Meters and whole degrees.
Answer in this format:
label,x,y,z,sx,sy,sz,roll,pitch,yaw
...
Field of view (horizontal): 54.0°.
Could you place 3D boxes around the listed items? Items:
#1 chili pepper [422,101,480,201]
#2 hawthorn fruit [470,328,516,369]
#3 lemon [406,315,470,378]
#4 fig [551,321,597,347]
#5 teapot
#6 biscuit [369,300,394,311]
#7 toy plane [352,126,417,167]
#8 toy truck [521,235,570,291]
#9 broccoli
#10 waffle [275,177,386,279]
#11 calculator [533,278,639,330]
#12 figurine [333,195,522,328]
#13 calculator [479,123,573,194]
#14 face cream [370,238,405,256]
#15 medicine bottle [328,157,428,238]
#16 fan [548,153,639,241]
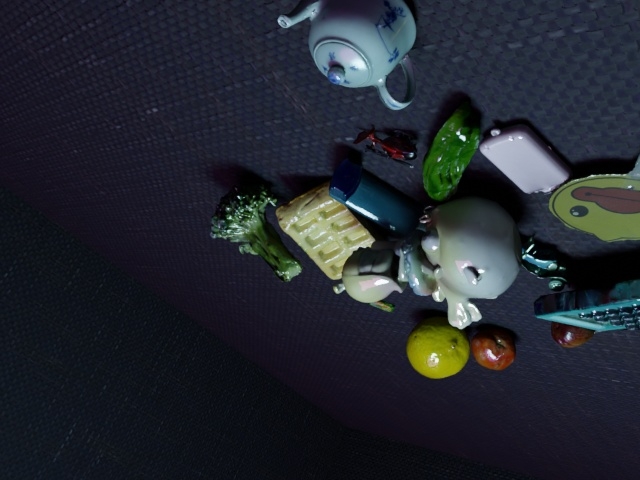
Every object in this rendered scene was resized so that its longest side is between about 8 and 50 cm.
label,x,y,z,sx,sy,sz,roll,pitch,yaw
chili pepper,0.229,-0.144,1.118,0.074,0.100,0.257,59,167,19
hawthorn fruit,0.476,0.297,1.728,0.128,0.128,0.128,21,155,10
lemon,0.335,0.308,1.807,0.178,0.178,0.203,29,157,-8
fig,0.612,0.213,1.481,0.125,0.088,0.089,10,158,-12
teapot,0.051,-0.284,0.921,0.232,0.159,0.159,34,154,-19
biscuit,0.183,0.195,1.913,0.089,0.016,0.046,20,155,11
toy plane,0.128,-0.176,1.172,0.145,0.060,0.037,29,161,31
toy truck,0.448,0.036,1.290,0.154,0.080,0.078,24,129,3
broccoli,-0.161,0.004,1.546,0.274,0.177,0.198,59,146,11
waffle,0.032,-0.015,1.493,0.168,0.057,0.274,-27,132,19
calculator,0.607,0.139,1.262,0.249,0.058,0.274,13,161,-29
figurine,0.210,0.068,1.267,0.394,0.226,0.274,-13,110,28
calculator,0.349,-0.136,1.069,0.175,0.032,0.100,36,153,-23
face cream,0.251,0.041,1.415,0.274,0.096,0.154,-2,167,23
medicine bottle,0.125,-0.079,1.334,0.258,0.079,0.124,30,172,-14
fan,0.504,-0.074,1.038,0.230,0.011,0.335,8,154,16
